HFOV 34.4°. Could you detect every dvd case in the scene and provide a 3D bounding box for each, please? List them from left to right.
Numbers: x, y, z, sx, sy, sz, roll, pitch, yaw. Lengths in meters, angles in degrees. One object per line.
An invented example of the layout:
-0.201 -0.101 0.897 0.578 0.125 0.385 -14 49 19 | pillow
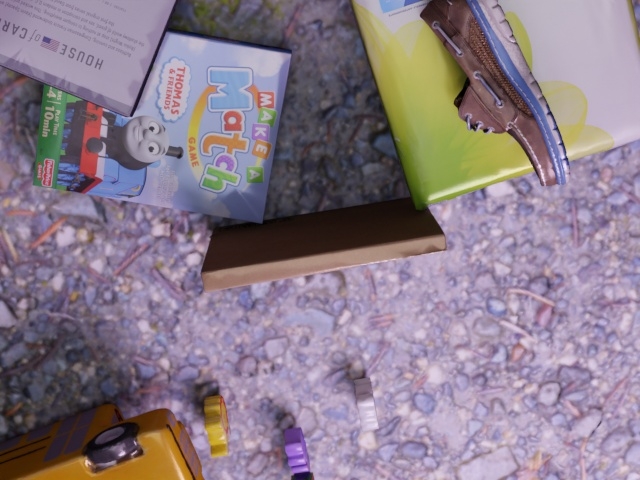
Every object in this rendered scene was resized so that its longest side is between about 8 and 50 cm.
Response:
-0.199 -0.247 0.873 0.179 0.029 0.238 22 93 -6 | dvd case

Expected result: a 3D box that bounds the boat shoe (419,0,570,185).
0.140 -0.119 0.832 0.066 0.066 0.183 -26 95 12 | boat shoe

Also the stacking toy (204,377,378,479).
-0.016 0.248 1.040 0.167 0.052 0.221 -9 108 2 | stacking toy

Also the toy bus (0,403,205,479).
-0.275 0.252 0.986 0.333 0.130 0.108 -21 105 4 | toy bus

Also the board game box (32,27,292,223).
-0.143 -0.111 0.935 0.212 0.039 0.160 9 105 -6 | board game box

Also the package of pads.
0.146 -0.200 0.890 0.229 0.101 0.296 -17 107 4 | package of pads

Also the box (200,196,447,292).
0.000 0.000 0.906 0.201 0.164 0.021 -9 104 0 | box
